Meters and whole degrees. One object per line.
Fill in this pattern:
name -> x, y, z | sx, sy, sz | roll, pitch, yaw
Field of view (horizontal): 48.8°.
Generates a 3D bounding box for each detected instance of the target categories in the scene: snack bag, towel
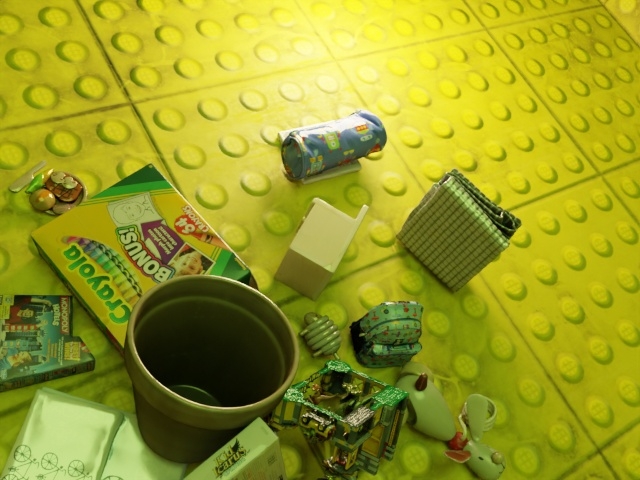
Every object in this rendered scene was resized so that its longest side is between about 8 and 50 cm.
snack bag -> -0.430, 0.471, 1.347 | 0.343, 0.037, 0.323 | 19, 54, -9
towel -> 0.349, -0.028, 1.799 | 0.235, 0.283, 0.121 | 46, 54, 9

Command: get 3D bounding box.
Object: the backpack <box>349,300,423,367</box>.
backpack -> 0.167, 0.213, 1.647 | 0.158, 0.173, 0.117 | 2, 59, -20

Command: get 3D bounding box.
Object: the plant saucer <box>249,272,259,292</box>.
plant saucer -> -0.240, 0.126, 1.633 | 0.199, 0.036, 0.198 | 9, 58, -15

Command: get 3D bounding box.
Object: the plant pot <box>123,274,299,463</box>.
plant pot -> -0.235, 0.273, 1.369 | 0.323, 0.280, 0.323 | 15, 39, -13

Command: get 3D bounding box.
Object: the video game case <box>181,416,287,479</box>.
video game case -> -0.176, 0.461, 1.276 | 0.244, 0.269, 0.061 | -38, 62, -22

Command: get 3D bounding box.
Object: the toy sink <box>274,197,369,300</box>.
toy sink -> 0.000, 0.000, 1.731 | 0.131, 0.153, 0.234 | 30, 55, 0

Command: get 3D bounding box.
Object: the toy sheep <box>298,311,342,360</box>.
toy sheep -> 0.005, 0.224, 1.637 | 0.091, 0.091, 0.132 | -31, 88, -33

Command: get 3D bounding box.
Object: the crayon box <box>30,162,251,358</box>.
crayon box -> -0.389, 0.048, 1.550 | 0.313, 0.106, 0.363 | -36, 73, -27

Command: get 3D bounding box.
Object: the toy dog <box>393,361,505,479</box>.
toy dog -> 0.288, 0.394, 1.587 | 0.334, 0.161, 0.220 | 21, 55, -8

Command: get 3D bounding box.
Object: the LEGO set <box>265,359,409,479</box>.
LEGO set -> 0.031, 0.400, 1.467 | 0.255, 0.192, 0.331 | 16, 13, 19

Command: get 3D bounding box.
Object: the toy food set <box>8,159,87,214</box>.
toy food set -> -0.609, -0.112, 1.640 | 0.192, 0.038, 0.132 | 33, 54, 2

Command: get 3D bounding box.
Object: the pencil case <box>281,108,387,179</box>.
pencil case -> 0.036, -0.264, 1.900 | 0.306, 0.119, 0.133 | -23, 94, -30

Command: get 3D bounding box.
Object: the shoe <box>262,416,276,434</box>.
shoe -> -0.130, 0.422, 1.475 | 0.077, 0.058, 0.219 | 6, 58, -17

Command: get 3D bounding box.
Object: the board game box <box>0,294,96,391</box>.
board game box -> -0.561, 0.210, 1.445 | 0.194, 0.060, 0.194 | 3, 58, -20

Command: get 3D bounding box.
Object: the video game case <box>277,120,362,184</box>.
video game case -> -0.002, -0.247, 1.965 | 0.190, 0.022, 0.173 | -17, 67, -28
